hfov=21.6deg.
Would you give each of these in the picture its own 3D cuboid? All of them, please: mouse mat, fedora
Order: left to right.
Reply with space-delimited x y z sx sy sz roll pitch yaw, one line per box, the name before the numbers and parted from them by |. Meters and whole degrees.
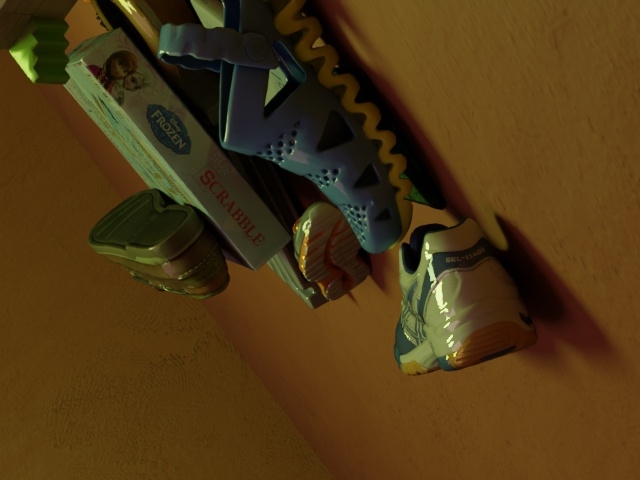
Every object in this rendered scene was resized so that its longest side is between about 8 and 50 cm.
fedora | -0.200 -0.266 1.941 0.194 0.079 0.194 49 169 13
mouse mat | 0.048 -0.098 1.573 0.153 0.007 0.189 57 169 -14

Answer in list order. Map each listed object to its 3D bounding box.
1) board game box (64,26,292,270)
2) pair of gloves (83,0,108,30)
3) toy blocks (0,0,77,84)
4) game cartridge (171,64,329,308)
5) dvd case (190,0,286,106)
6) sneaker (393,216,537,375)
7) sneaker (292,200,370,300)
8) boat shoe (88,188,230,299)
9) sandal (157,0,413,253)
board game box | -0.190 -0.113 2.054 0.319 0.066 0.318 51 171 -14
pair of gloves | -0.334 -0.347 2.505 0.083 0.010 0.074 54 169 -12
toy blocks | -0.318 -0.382 1.667 0.381 0.261 0.190 51 -153 21
game cartridge | -0.105 -0.093 2.152 0.230 0.068 0.355 49 169 49
dvd case | -0.047 -0.154 1.768 0.253 0.022 0.180 43 164 53
sneaker | 0.121 0.047 1.512 0.296 0.112 0.131 139 113 -78
sneaker | 0.000 0.000 1.907 0.083 0.084 0.215 56 172 20
boat shoe | -0.200 0.015 2.065 0.104 0.111 0.307 52 170 -20
sandal | -0.035 -0.118 1.493 0.317 0.138 0.126 56 167 -1
